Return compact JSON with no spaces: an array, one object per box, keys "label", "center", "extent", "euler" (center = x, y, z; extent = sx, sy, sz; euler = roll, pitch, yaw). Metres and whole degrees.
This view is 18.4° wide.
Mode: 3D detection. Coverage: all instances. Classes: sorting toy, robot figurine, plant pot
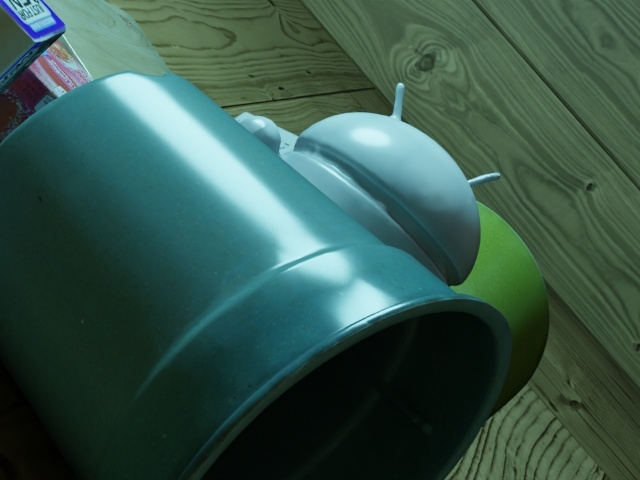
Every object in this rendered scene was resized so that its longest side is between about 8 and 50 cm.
[{"label":"sorting toy","center":[-0.238,-0.159,2.121],"extent":[0.255,0.089,0.257],"euler":[54,14,24]},{"label":"robot figurine","center":[0.005,0.029,1.771],"extent":[0.300,0.353,0.200],"euler":[44,-10,-18]},{"label":"plant pot","center":[-0.093,0.066,1.502],"extent":[0.334,0.341,0.341],"euler":[46,11,27]},{"label":"plant pot","center":[0.062,0.120,2.001],"extent":[0.275,0.275,0.293],"euler":[48,30,-2]}]

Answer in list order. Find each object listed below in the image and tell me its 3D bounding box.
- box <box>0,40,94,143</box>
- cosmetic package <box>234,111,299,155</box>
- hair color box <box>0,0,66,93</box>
[{"label":"box","center":[-0.339,-0.182,1.793],"extent":[0.257,0.122,0.128],"euler":[47,15,-4]},{"label":"cosmetic package","center":[-0.068,-0.014,1.949],"extent":[0.151,0.151,0.184],"euler":[59,-12,-22]},{"label":"hair color box","center":[-0.395,-0.231,1.620],"extent":[0.339,0.185,0.110],"euler":[46,14,-5]}]
